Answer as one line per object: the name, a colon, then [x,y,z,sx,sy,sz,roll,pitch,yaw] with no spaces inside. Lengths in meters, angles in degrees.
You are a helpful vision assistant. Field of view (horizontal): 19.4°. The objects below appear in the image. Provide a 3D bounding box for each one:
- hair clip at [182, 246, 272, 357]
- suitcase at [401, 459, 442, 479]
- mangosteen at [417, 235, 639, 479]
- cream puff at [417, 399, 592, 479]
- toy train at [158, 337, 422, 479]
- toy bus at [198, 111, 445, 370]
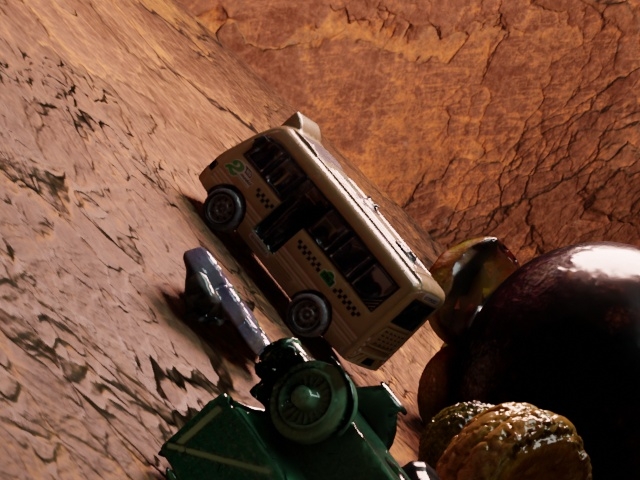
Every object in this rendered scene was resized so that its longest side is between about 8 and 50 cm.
hair clip: [-0.089,0.071,1.763,0.124,0.052,0.195,60,3,17]
suitcase: [0.175,0.340,1.729,0.285,0.066,0.206,44,9,-23]
mangosteen: [0.299,0.163,2.208,0.435,0.382,0.382,43,3,42]
cream puff: [0.169,0.244,1.932,0.169,0.183,0.183,22,-14,48]
toy train: [0.009,0.189,1.283,0.269,0.154,0.115,53,9,29]
toy bus: [0.000,0.000,2.115,0.289,0.157,0.139,51,9,22]
